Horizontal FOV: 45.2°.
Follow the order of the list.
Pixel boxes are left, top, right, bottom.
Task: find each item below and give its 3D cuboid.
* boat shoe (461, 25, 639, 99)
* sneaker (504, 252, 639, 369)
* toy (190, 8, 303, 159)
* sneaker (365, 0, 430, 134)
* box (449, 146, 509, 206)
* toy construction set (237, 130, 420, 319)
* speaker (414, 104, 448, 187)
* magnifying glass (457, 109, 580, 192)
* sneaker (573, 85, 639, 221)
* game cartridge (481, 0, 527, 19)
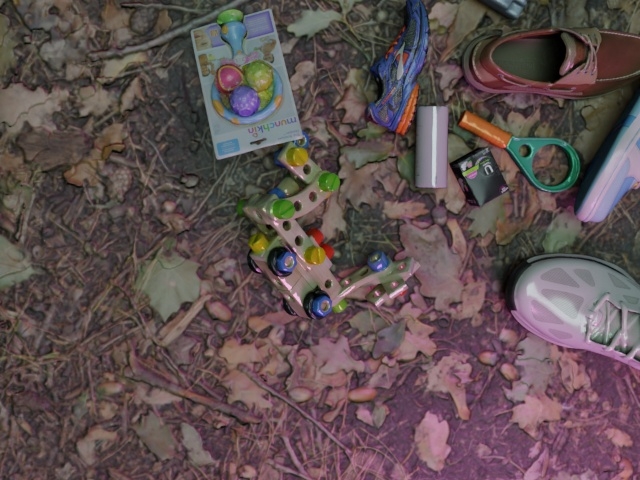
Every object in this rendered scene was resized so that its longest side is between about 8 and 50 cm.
[{"bbox_3d":[0.401,-0.293,1.260,0.324,0.116,0.123,-7,96,-6],"label":"boat shoe"},{"bbox_3d":[0.538,0.143,1.245,0.447,0.257,0.169,20,92,-8],"label":"sneaker"},{"bbox_3d":[-0.121,-0.254,1.182,0.136,0.056,0.237,-14,68,2],"label":"toy"},{"bbox_3d":[0.126,-0.288,1.249,0.087,0.083,0.221,11,90,1],"label":"sneaker"},{"bbox_3d":[0.267,-0.107,1.293,0.062,0.052,0.083,-28,98,-3],"label":"box"},{"bbox_3d":[0.000,0.000,1.234,0.328,0.151,0.215,46,64,-16],"label":"toy construction set"},{"bbox_3d":[0.184,-0.155,1.278,0.055,0.055,0.136,0,94,-7],"label":"speaker"},{"bbox_3d":[0.339,-0.157,1.312,0.230,0.026,0.092,26,92,-8],"label":"magnifying glass"},{"bbox_3d":[0.579,-0.132,1.275,0.208,0.127,0.319,33,91,6],"label":"sneaker"},{"bbox_3d":[0.309,-0.541,1.261,0.198,0.062,0.297,28,91,-4],"label":"game cartridge"}]
